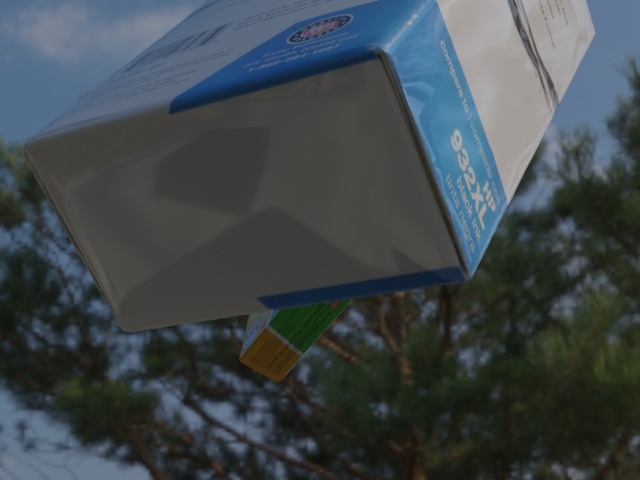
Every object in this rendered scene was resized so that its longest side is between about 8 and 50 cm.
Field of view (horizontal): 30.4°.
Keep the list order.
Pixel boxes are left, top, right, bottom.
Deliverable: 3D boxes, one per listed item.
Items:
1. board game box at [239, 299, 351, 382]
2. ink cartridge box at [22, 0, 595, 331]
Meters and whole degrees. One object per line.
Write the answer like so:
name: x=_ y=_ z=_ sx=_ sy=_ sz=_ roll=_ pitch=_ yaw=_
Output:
board game box: x=0.000 y=0.000 z=1.560 sx=0.064 sy=0.317 sz=0.242 roll=30 pitch=-57 yaw=-15
ink cartridge box: x=0.014 y=-0.093 z=0.696 sx=0.223 sy=0.307 sz=0.129 roll=-11 pitch=-65 yaw=31
